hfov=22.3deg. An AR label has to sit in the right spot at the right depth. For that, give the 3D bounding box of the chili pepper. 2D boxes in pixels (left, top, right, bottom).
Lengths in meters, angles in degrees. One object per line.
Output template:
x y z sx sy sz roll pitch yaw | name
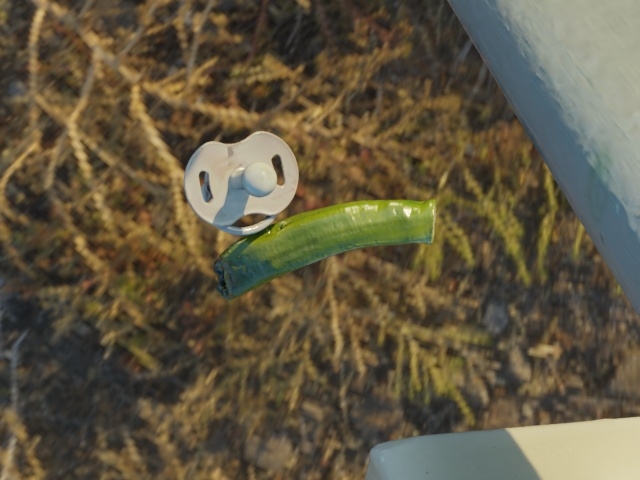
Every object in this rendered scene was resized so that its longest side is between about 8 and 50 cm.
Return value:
0.000 0.000 1.343 0.202 0.050 0.052 -15 77 10 | chili pepper

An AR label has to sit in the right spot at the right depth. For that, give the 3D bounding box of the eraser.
0.165 -0.082 0.675 0.174 0.227 0.081 -28 144 4 | eraser

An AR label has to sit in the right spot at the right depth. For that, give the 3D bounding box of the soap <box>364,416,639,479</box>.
0.112 0.160 0.883 0.183 0.064 0.121 -2 132 -15 | soap

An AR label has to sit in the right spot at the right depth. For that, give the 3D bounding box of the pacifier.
-0.057 -0.044 1.305 0.099 0.078 0.081 -15 97 -23 | pacifier
